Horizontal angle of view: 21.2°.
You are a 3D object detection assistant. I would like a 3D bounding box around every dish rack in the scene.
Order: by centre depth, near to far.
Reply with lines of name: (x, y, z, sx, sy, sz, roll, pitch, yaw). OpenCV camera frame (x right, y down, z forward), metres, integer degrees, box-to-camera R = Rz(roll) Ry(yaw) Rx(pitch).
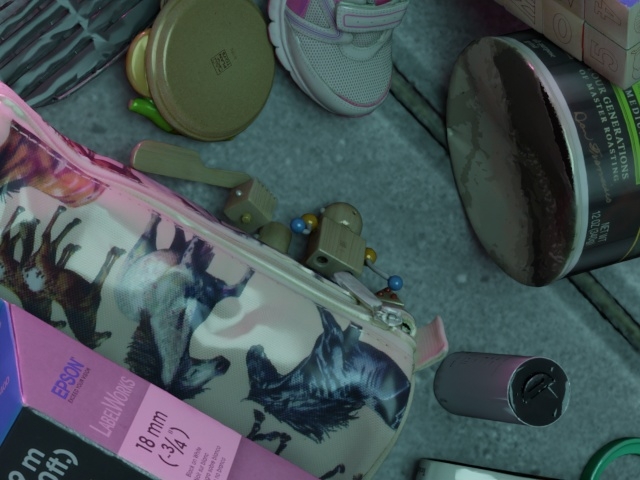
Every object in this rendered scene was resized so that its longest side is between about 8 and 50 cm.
dish rack: (-0.233, -0.239, 1.257, 0.208, 0.074, 0.271, -43, 103, -15)

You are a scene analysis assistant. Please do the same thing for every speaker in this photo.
speaker: (0.142, 0.116, 1.353, 0.055, 0.136, 0.055, 1, 88, -21)

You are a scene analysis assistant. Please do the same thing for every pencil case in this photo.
pencil case: (-0.118, 0.034, 1.240, 0.410, 0.160, 0.183, 30, 111, -17)

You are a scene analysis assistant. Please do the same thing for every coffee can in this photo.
coffee can: (0.268, -0.091, 1.374, 0.275, 0.201, 0.201, -15, 94, -20)

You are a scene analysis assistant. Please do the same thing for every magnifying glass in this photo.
magnifying glass: (0.236, 0.275, 1.444, 0.092, 0.026, 0.231, 29, 79, -18)

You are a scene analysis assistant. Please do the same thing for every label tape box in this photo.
label tape box: (-0.186, 0.198, 1.148, 0.334, 0.106, 0.240, 30, 116, -5)

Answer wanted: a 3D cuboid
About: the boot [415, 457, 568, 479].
boot: (0.185, 0.280, 1.380, 0.244, 0.088, 0.176, 9, 86, -3)

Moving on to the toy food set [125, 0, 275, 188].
toy food set: (-0.091, -0.139, 1.321, 0.132, 0.038, 0.192, 13, 87, -41)

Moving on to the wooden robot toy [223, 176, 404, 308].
wooden robot toy: (0.000, 0.000, 1.355, 0.173, 0.076, 0.079, 31, 43, -17)

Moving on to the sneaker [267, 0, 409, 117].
sneaker: (0.027, -0.208, 1.303, 0.103, 0.111, 0.252, -26, 122, -35)

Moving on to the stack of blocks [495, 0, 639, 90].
stack of blocks: (0.186, -0.260, 1.310, 0.171, 0.087, 0.297, -35, 55, -20)
